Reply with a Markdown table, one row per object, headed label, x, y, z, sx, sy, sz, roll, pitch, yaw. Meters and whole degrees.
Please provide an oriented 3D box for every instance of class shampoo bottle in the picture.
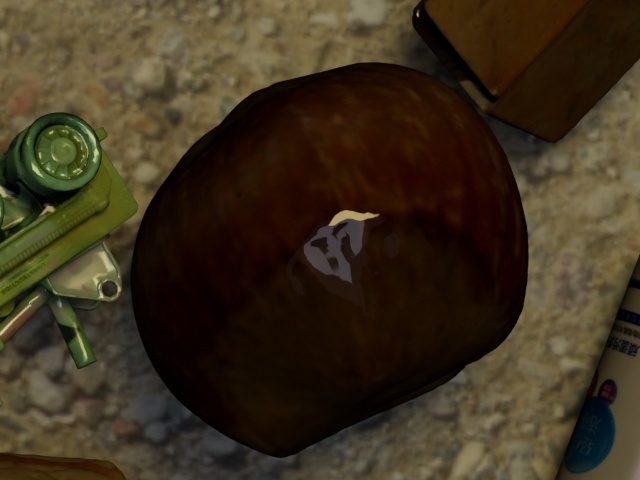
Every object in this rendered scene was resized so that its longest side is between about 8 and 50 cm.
| label | x | y | z | sx | sy | sz | roll | pitch | yaw |
| --- | --- | --- | --- | --- | --- | --- | --- | --- | --- |
| shampoo bottle | 0.187 | 0.160 | 1.047 | 0.092 | 0.092 | 0.303 | 21 | 90 | -6 |

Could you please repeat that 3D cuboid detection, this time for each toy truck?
| label | x | y | z | sx | sy | sz | roll | pitch | yaw |
| --- | --- | --- | --- | --- | --- | --- | --- | --- | --- |
| toy truck | -0.215 | 0.044 | 0.945 | 0.259 | 0.128 | 0.135 | -32 | 95 | -29 |

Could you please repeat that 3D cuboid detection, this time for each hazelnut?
| label | x | y | z | sx | sy | sz | roll | pitch | yaw |
| --- | --- | --- | --- | --- | --- | --- | --- | --- | --- |
| hazelnut | 0.000 | 0.000 | 0.969 | 0.234 | 0.218 | 0.218 | -24 | 93 | -4 |

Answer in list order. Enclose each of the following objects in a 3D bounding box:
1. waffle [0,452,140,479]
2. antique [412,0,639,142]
| label | x | y | z | sx | sy | sz | roll | pitch | yaw |
| --- | --- | --- | --- | --- | --- | --- | --- | --- | --- |
| waffle | -0.303 | 0.243 | 0.987 | 0.376 | 0.114 | 0.261 | 6 | 90 | -6 |
| antique | 0.194 | -0.202 | 0.974 | 0.310 | 0.087 | 0.093 | -47 | 55 | 19 |
